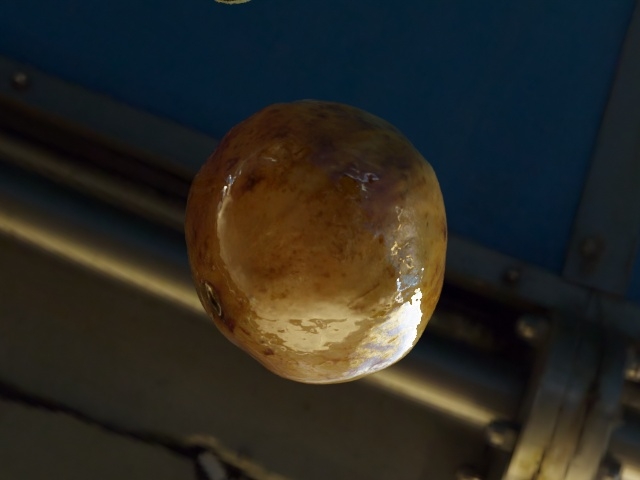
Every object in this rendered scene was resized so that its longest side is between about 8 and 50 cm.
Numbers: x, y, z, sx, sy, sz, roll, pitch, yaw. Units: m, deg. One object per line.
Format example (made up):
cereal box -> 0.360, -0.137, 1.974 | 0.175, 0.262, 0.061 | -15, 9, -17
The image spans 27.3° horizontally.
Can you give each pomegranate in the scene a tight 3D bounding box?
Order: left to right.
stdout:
pomegranate -> 0.000, 0.000, 1.129 | 0.248, 0.248, 0.248 | 17, -32, 11

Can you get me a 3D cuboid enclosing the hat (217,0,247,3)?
hat -> -0.085, -0.233, 0.993 | 0.166, 0.122, 0.081 | 36, -28, 34
